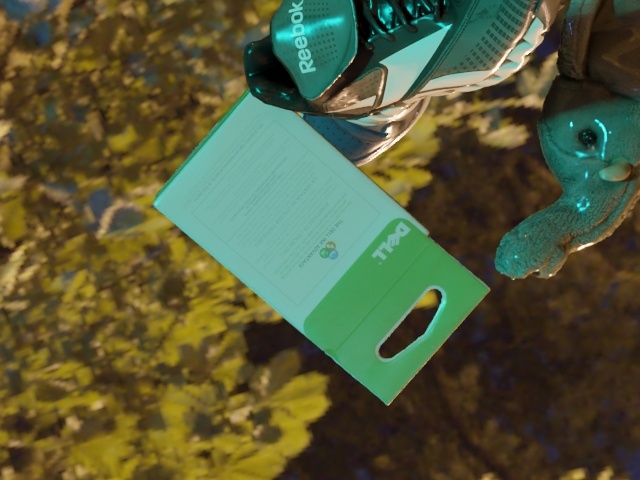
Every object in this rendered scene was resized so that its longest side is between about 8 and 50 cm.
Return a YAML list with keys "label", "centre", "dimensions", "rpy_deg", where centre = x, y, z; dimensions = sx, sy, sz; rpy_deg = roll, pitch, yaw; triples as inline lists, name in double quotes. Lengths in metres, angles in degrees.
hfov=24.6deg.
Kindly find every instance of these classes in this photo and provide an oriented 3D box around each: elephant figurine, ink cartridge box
- label: "elephant figurine"
  centre: [0.216, -0.099, 0.977]
  dimensions: [0.186, 0.240, 0.169]
  rpy_deg: [-100, 2, -60]
- label: "ink cartridge box"
  centre: [0.000, 0.000, 0.995]
  dimensions: [0.209, 0.109, 0.062]
  rpy_deg: [41, -177, -6]

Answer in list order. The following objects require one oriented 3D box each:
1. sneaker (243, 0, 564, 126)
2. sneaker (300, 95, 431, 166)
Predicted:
- label: "sneaker"
  centre: [0.032, -0.110, 0.775]
  dimensions: [0.106, 0.234, 0.078]
  rpy_deg: [-4, -99, -30]
- label: "sneaker"
  centre: [0.050, -0.135, 1.100]
  dimensions: [0.099, 0.282, 0.153]
  rpy_deg: [38, -143, -2]
